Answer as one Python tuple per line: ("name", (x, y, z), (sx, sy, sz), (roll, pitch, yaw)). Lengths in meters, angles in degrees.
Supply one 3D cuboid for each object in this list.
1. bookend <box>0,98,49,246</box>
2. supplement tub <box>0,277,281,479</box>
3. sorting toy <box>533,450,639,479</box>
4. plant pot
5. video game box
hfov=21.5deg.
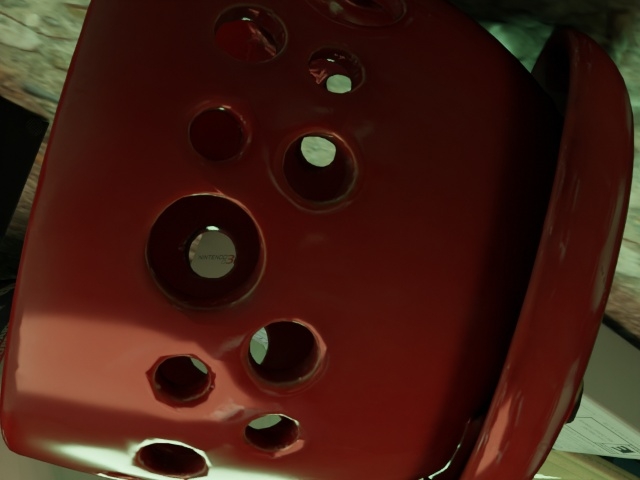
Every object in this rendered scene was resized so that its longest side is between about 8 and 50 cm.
("bookend", (-0.241, -0.046, 0.845), (0.157, 0.072, 0.156), (25, 161, -21))
("supplement tub", (-0.169, 0.116, 1.047), (0.191, 0.191, 0.272), (31, 158, -32))
("sorting toy", (0.130, 0.145, 1.094), (0.208, 0.038, 0.193), (24, 161, -29))
("plant pot", (0.000, 0.000, 0.560), (0.174, 0.191, 0.191), (16, 162, -2))
("video game box", (0.061, 0.053, 0.874), (0.187, 0.048, 0.205), (-4, 150, 46))
